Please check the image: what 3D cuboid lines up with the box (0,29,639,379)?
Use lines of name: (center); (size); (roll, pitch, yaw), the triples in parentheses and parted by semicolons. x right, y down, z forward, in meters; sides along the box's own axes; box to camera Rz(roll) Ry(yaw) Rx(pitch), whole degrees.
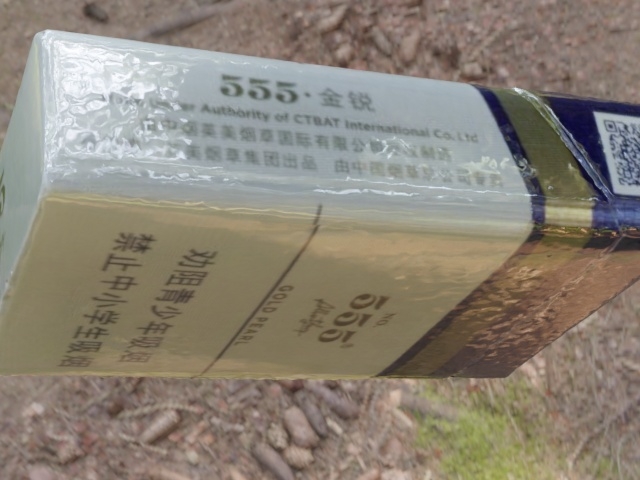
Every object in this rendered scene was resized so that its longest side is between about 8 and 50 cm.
box: (0.000, 0.000, 0.483); (0.259, 0.168, 0.071); (2, 61, -24)
